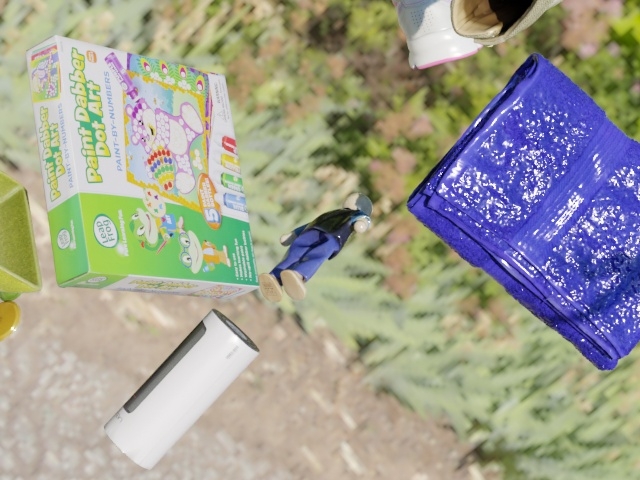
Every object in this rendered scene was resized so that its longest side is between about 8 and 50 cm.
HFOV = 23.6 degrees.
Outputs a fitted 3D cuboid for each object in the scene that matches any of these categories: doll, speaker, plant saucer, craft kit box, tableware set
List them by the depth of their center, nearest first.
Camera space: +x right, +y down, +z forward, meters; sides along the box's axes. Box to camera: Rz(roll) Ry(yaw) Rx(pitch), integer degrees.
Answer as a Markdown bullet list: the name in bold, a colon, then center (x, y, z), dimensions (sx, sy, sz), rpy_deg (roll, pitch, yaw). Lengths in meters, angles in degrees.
- **speaker**: center (-0.115, 0.124, 1.264), dimensions (0.055, 0.136, 0.055), rpy_deg (43, 2, -2)
- **plant saucer**: center (-0.370, -0.033, 1.521), dimensions (0.188, 0.045, 0.188), rpy_deg (34, 20, -34)
- **craft kit box**: center (-0.180, -0.070, 1.582), dimensions (0.247, 0.061, 0.249), rpy_deg (5, 69, -48)
- **tableware set**: center (-0.358, 0.104, 1.628), dimensions (0.024, 0.104, 0.154), rpy_deg (47, 37, -50)
- **doll**: center (0.000, 0.000, 1.789), dimensions (0.189, 0.129, 0.046), rpy_deg (-45, 117, -39)

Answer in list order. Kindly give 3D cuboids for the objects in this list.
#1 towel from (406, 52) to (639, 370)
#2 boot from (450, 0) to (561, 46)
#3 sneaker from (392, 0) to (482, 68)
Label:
- **towel**: center (0.277, -0.027, 1.682), dimensions (0.308, 0.227, 0.076), rpy_deg (40, 0, -11)
- **boot**: center (0.147, -0.202, 1.207), dimensions (0.165, 0.213, 0.077), rpy_deg (-40, 98, -37)
- **sneaker**: center (0.132, -0.290, 1.653), dimensions (0.252, 0.103, 0.111), rpy_deg (-78, 150, -56)
